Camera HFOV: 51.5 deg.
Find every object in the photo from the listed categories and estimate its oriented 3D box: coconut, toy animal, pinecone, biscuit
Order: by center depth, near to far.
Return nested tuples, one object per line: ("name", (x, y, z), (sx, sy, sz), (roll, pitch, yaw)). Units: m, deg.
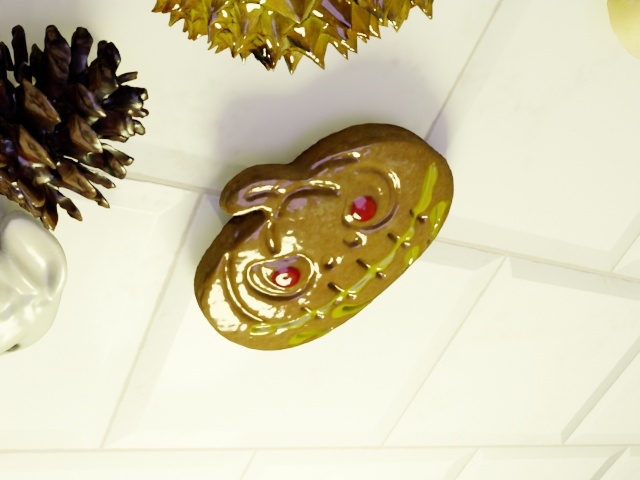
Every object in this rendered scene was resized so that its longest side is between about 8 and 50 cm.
("pinecone", (-0.261, -0.120, 0.646), (0.208, 0.207, 0.207), (-13, 129, -16))
("toy animal", (-0.409, 0.007, 0.695), (0.257, 0.194, 0.357), (-58, 148, -8))
("coconut", (0.464, -0.309, 0.873), (0.147, 0.153, 0.147), (-1, 94, -15))
("biscuit", (0.004, 0.006, 0.915), (0.394, 0.070, 0.350), (-47, 138, 14))

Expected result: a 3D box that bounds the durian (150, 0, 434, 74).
("durian", (-0.009, -0.302, 0.523), (0.347, 0.347, 0.384), (-51, 163, 16))
